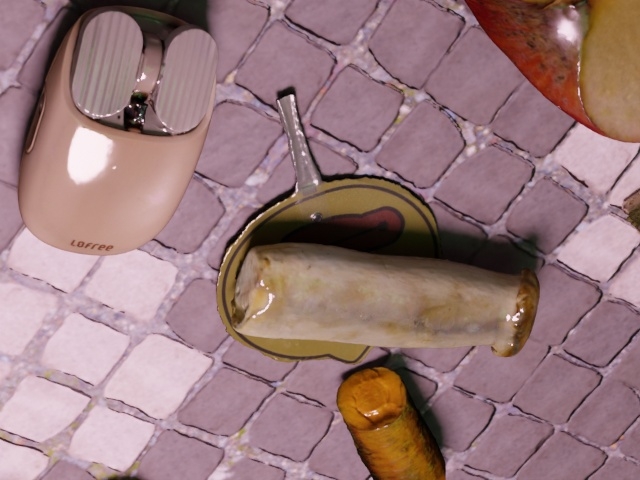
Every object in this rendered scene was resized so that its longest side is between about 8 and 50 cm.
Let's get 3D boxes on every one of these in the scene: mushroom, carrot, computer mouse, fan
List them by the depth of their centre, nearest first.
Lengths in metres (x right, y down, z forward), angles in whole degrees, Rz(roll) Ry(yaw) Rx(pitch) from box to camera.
[{"bbox_3d":[-0.172,-0.086,1.331,0.145,0.082,0.236,12,119,-25],"label":"computer mouse"},{"bbox_3d":[0.000,0.001,1.494,0.229,0.011,0.335,-21,127,-6],"label":"fan"},{"bbox_3d":[0.070,0.056,1.507,0.312,0.081,0.100,6,118,-20],"label":"mushroom"},{"bbox_3d":[0.078,0.210,1.622,0.082,0.082,0.173,-29,131,1],"label":"carrot"}]

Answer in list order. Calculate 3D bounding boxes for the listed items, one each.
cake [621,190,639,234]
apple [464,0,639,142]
[{"bbox_3d":[0.423,-0.048,1.563,0.220,0.086,0.117,-39,125,7],"label":"cake"},{"bbox_3d":[0.267,-0.277,1.233,0.365,0.295,0.329,-48,162,10],"label":"apple"}]
